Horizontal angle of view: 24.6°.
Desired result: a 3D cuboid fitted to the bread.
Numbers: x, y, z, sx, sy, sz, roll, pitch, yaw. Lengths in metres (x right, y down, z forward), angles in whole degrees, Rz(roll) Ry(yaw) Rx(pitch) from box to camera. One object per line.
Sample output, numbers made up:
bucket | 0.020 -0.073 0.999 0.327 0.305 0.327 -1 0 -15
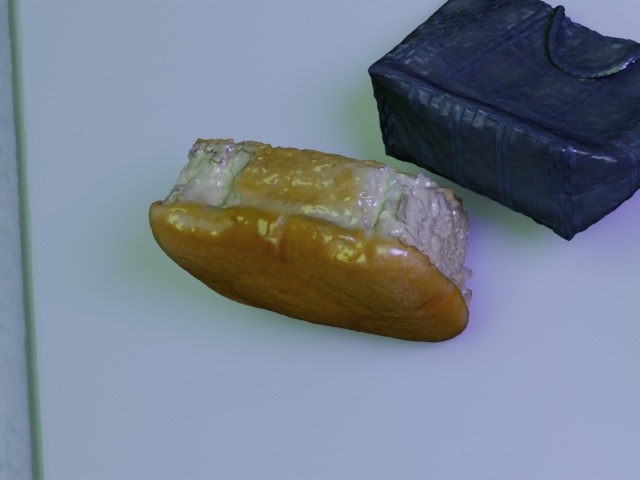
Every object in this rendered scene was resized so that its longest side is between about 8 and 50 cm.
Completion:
bread | 0.000 0.000 1.112 0.246 0.174 0.121 14 81 27

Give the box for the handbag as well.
handbag | 0.157 -0.108 1.069 0.270 0.088 0.175 29 57 37
